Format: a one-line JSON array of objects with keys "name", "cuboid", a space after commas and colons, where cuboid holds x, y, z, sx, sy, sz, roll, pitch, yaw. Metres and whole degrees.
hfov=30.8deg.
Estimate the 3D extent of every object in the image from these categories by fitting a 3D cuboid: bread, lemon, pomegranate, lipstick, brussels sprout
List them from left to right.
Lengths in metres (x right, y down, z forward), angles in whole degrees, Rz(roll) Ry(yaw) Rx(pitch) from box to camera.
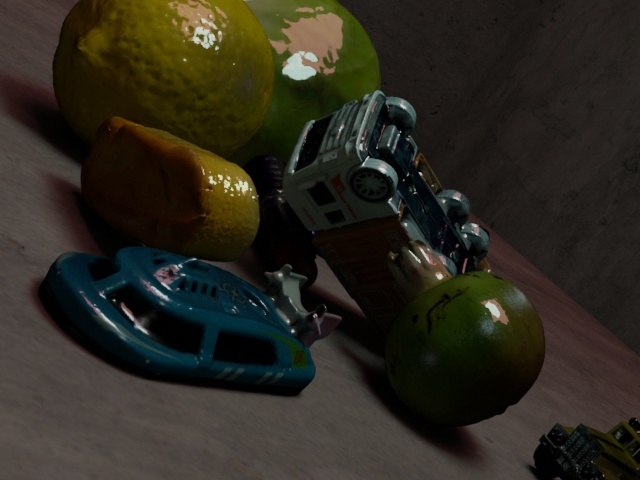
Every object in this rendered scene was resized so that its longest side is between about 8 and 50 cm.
[{"name": "bread", "cuboid": [-0.148, -0.050, 1.083, 0.094, 0.102, 0.245, 8, 13, -35]}, {"name": "lemon", "cuboid": [-0.179, -0.193, 1.350, 0.267, 0.267, 0.267, 35, 10, -7]}, {"name": "brussels sprout", "cuboid": [-0.076, -0.232, 1.735, 0.344, 0.344, 0.268, 36, -27, -3]}, {"name": "lipstick", "cuboid": [-0.051, -0.023, 1.465, 0.081, 0.081, 0.300, 31, 17, -24]}, {"name": "pomegranate", "cuboid": [0.139, 0.095, 1.251, 0.210, 0.180, 0.180, 56, 14, 9]}]

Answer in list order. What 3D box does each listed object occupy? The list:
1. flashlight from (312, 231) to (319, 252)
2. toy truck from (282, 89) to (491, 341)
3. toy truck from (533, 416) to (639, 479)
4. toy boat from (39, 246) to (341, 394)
[{"name": "flashlight", "cuboid": [0.000, 0.000, 1.642, 0.121, 0.035, 0.057, 32, 12, -24]}, {"name": "toy truck", "cuboid": [0.075, -0.017, 1.363, 0.305, 0.162, 0.136, 55, 36, -31]}, {"name": "toy truck", "cuboid": [0.376, 0.285, 1.365, 0.257, 0.127, 0.127, 26, 16, -31]}, {"name": "toy boat", "cuboid": [-0.097, 0.050, 0.970, 0.134, 0.092, 0.299, 46, 13, 29]}]
